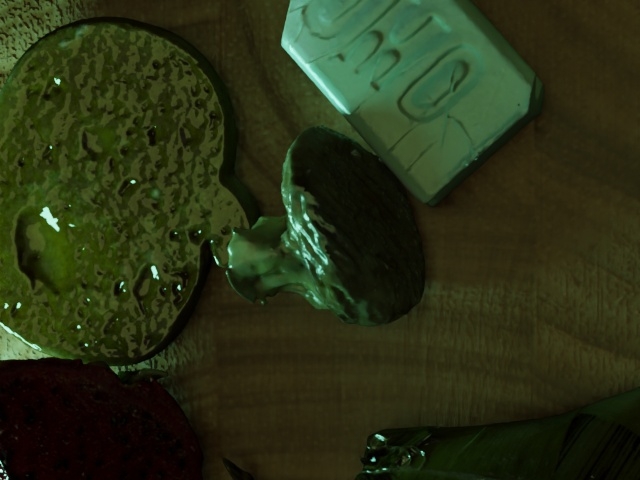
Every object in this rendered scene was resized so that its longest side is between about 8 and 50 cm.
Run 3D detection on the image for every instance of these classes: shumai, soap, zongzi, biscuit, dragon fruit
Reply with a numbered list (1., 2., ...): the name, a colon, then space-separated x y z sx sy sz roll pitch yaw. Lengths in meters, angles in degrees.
1. shumai: 0.000 0.000 1.631 0.153 0.161 0.209 -27 104 31
2. soap: 0.079 -0.195 1.631 0.173 0.095 0.289 -41 81 7
3. zongzi: 0.204 0.195 1.591 0.274 0.145 0.300 26 77 17
4. biscuit: -0.211 -0.048 1.707 0.314 0.063 0.367 14 92 8
5. dragon fruit: -0.241 0.234 1.672 0.205 0.152 0.317 -27 103 -27

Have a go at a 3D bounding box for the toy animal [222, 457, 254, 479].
1. toy animal: -0.043 0.309 1.653 0.179 0.089 0.188 -10 87 1
